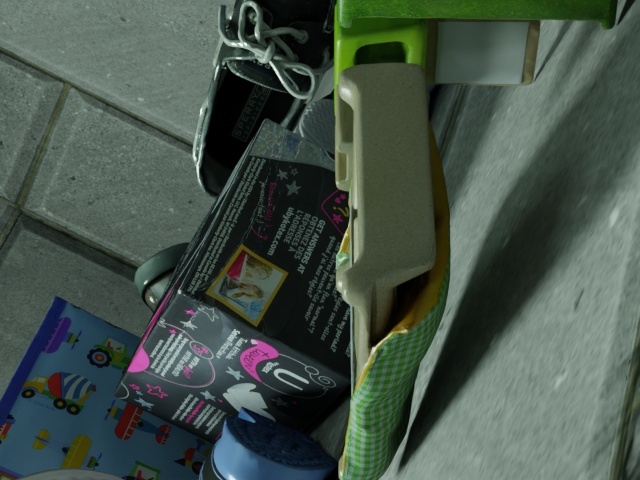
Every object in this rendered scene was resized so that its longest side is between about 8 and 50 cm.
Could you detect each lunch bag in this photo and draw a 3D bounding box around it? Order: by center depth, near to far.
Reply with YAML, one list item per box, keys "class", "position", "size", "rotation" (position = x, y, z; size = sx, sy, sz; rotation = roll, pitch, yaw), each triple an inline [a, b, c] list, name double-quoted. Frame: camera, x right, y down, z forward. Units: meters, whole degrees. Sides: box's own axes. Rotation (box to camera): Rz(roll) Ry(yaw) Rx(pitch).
- class: "lunch bag"
  position: [-0.183, 0.214, 1.424]
  size: [0.138, 0.221, 0.293]
  rotation: [-61, 5, 31]

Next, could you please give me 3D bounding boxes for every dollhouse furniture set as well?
- class: "dollhouse furniture set"
  position: [0.085, -0.036, 0.951]
  size: [0.197, 0.151, 0.301]
  rotation: [90, 180, -53]

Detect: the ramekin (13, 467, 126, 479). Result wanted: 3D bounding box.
- class: "ramekin"
  position: [-0.176, 0.273, 1.249]
  size: [0.207, 0.207, 0.109]
  rotation: [-65, 15, -9]

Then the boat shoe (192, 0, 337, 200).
- class: "boat shoe"
  position: [-0.041, -0.168, 1.488]
  size: [0.306, 0.113, 0.105]
  rotation: [-59, 6, 33]

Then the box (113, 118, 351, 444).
- class: "box"
  position: [-0.040, 0.048, 1.309]
  size: [0.163, 0.142, 0.247]
  rotation: [-65, 7, -27]

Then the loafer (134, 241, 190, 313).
- class: "loafer"
  position: [-0.088, 0.085, 1.552]
  size: [0.096, 0.084, 0.267]
  rotation: [-31, -25, 7]

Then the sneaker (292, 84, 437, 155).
- class: "sneaker"
  position: [0.021, -0.068, 1.511]
  size: [0.153, 0.101, 0.268]
  rotation: [-59, 1, 45]

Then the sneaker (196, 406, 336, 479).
- class: "sneaker"
  position: [-0.044, 0.168, 1.148]
  size: [0.232, 0.081, 0.090]
  rotation: [90, -157, -87]
